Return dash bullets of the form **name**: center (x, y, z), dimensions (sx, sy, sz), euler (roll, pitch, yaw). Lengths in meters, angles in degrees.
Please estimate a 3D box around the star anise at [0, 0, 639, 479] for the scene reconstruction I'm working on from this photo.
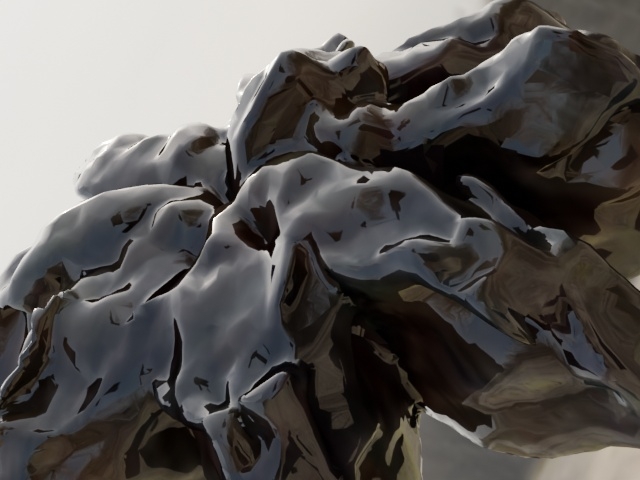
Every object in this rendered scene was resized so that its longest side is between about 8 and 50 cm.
- **star anise**: center (0.001, -0.001, 0.520), dimensions (0.236, 0.109, 0.223), euler (-27, 20, -4)
